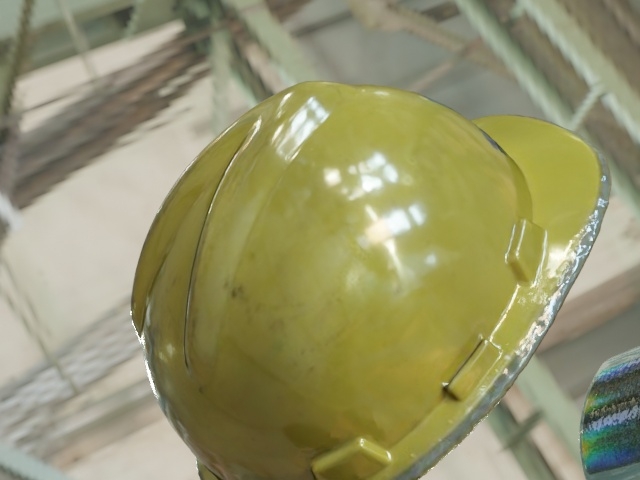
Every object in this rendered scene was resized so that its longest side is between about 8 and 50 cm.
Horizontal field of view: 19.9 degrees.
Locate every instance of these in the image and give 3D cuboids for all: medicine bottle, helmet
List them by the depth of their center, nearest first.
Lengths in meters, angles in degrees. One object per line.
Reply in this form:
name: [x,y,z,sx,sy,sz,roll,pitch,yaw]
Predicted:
helmet: [0.000,0.000,0.867,0.140,0.257,0.205,45,-10,-34]
medicine bottle: [0.280,0.135,1.419,0.229,0.083,0.121,137,-36,-70]
